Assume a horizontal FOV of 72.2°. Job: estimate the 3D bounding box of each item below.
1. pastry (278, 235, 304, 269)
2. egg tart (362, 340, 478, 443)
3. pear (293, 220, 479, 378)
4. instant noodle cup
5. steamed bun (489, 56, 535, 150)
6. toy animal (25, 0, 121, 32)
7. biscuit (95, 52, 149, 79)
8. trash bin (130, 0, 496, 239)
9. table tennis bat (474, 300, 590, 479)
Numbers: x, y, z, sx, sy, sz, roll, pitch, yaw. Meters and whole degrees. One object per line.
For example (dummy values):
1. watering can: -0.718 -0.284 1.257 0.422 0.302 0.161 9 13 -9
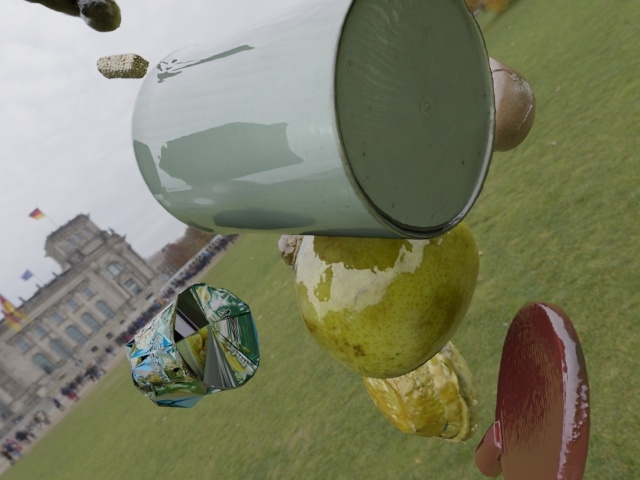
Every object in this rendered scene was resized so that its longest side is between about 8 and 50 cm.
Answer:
1. pastry: 0.000 0.000 1.223 0.240 0.235 0.132 -21 43 -12
2. egg tart: 0.229 0.365 1.144 0.169 0.387 0.388 -24 0 -27
3. pear: 0.105 0.076 0.730 0.304 0.304 0.304 -42 9 8
4. instant noodle cup: -0.269 0.226 0.916 0.178 0.240 0.240 -31 14 27
5. steamed bun: 0.573 -0.446 1.414 0.199 0.301 0.252 -19 -17 40
6. toy animal: -0.562 -0.546 0.959 0.233 0.168 0.121 -1 -50 -51
7. biscuit: -0.639 -0.560 1.419 0.082 0.169 0.070 36 -119 -67
8. trash bin: -0.042 -0.136 0.552 0.432 0.280 0.280 7 47 48
9. table tennis bat: 0.282 0.255 0.624 0.414 0.051 0.268 84 -166 -48
